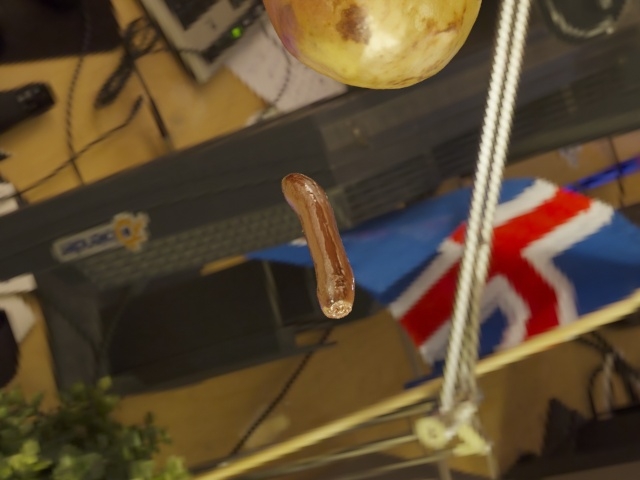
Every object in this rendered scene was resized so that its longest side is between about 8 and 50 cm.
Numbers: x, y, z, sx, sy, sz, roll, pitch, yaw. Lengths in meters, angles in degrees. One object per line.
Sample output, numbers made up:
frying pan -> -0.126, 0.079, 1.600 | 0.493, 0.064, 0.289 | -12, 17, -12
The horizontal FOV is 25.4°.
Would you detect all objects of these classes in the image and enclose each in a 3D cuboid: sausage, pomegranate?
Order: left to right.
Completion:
sausage -> 0.000, 0.000, 1.423 | 0.043, 0.043, 0.186 | 28, 32, -40
pomegranate -> 0.048, -0.255, 1.346 | 0.215, 0.215, 0.215 | 22, 59, -43
